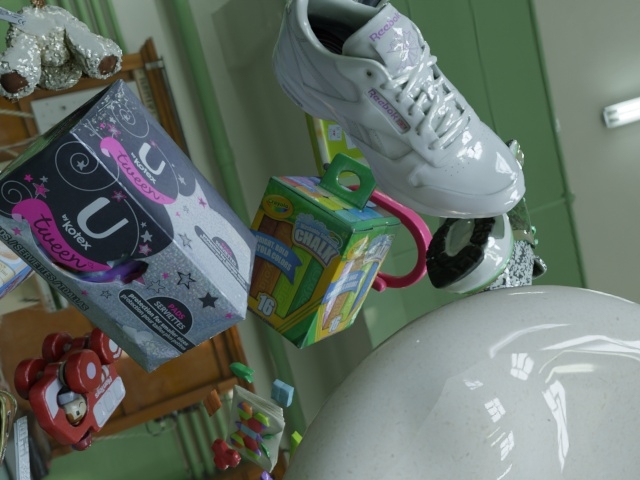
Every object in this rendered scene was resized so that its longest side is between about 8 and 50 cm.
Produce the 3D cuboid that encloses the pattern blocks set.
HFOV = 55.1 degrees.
[{"bbox_3d":[-0.153,0.431,1.397,0.285,0.026,0.325,12,-65,27],"label":"pattern blocks set"}]

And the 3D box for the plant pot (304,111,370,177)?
[{"bbox_3d":[0.085,-0.254,1.332,0.207,0.227,0.228,-55,135,-69],"label":"plant pot"}]

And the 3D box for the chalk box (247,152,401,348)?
[{"bbox_3d":[0.000,0.000,1.030,0.180,0.179,0.289,32,-69,25],"label":"chalk box"}]

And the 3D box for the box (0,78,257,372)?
[{"bbox_3d":[-0.195,-0.014,0.645,0.247,0.142,0.163,51,18,-26],"label":"box"}]

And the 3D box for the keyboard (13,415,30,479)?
[{"bbox_3d":[-0.691,0.544,1.432,0.072,0.014,0.256,119,-35,-81],"label":"keyboard"}]

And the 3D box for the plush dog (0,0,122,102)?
[{"bbox_3d":[-0.583,-0.397,1.314,0.211,0.262,0.225,65,-26,5],"label":"plush dog"}]

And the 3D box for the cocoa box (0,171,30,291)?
[{"bbox_3d":[-0.819,-0.026,1.393,0.347,0.228,0.231,48,-51,-12],"label":"cocoa box"}]

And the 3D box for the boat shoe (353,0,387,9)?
[{"bbox_3d":[0.044,-0.334,0.850,0.233,0.079,0.084,-47,-154,34],"label":"boat shoe"}]

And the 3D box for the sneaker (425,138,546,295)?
[{"bbox_3d":[0.291,-0.013,1.009,0.182,0.410,0.158,46,-50,-14],"label":"sneaker"}]

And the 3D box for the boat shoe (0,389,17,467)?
[{"bbox_3d":[-0.710,0.458,1.250,0.104,0.110,0.307,157,-56,-65],"label":"boat shoe"}]

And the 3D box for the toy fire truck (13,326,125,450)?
[{"bbox_3d":[-0.578,0.359,1.484,0.302,0.169,0.254,-74,152,-69],"label":"toy fire truck"}]

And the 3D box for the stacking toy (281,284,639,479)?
[{"bbox_3d":[0.100,0.236,0.525,0.480,0.350,0.351,136,-65,-74],"label":"stacking toy"}]

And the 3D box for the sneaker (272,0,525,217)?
[{"bbox_3d":[0.075,-0.133,0.601,0.305,0.114,0.152,37,-18,5],"label":"sneaker"}]

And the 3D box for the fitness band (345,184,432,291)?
[{"bbox_3d":[0.124,-0.006,1.425,0.291,0.054,0.209,32,-62,22],"label":"fitness band"}]
